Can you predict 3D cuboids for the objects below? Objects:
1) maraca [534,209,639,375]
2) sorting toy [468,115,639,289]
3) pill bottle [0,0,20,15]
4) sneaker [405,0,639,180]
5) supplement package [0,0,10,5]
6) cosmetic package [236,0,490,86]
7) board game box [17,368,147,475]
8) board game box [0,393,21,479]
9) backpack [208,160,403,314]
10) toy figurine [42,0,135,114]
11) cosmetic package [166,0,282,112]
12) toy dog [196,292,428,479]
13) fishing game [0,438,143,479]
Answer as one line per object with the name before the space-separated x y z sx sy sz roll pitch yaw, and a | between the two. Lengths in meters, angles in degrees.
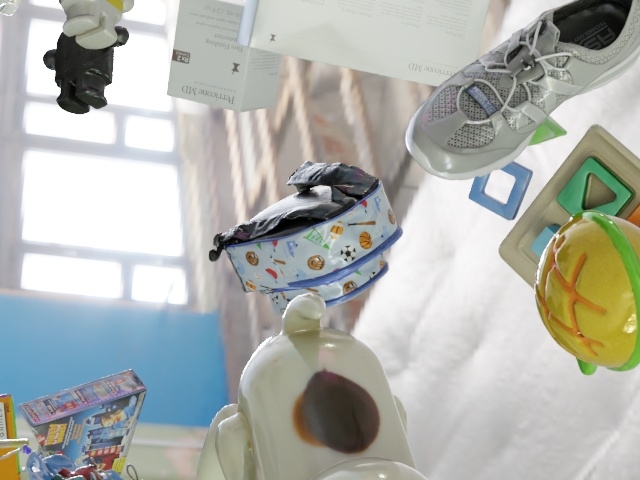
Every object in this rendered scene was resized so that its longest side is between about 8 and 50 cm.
maraca | 0.215 0.045 1.019 0.185 0.099 0.127 116 -39 -72
sorting toy | 0.294 0.006 1.364 0.347 0.047 0.196 46 -59 23
pill bottle | -0.461 -0.353 1.743 0.067 0.120 0.067 -39 -138 46
sneaker | 0.194 -0.166 1.233 0.105 0.281 0.115 47 -17 20
supplement package | -0.499 -0.359 1.495 0.198 0.263 0.199 46 -40 9
cosmetic package | 0.081 -0.407 2.035 0.097 0.377 0.284 -147 -112 -70
board game box | -0.393 0.307 2.060 0.060 0.194 0.194 43 -57 41
board game box | -0.590 0.425 1.753 0.356 0.356 0.356 138 -55 -68
backpack | 0.000 0.000 2.177 0.263 0.276 0.213 -17 -70 50
toy figurine | -0.284 -0.231 1.229 0.209 0.213 0.148 119 -27 -64
cosmetic package | -0.163 -0.333 2.297 0.151 0.151 0.183 -21 123 -67
toy dog | 0.042 0.299 1.566 0.408 0.285 0.395 -121 -141 -60
fishing game | -0.160 0.211 1.090 0.041 0.264 0.189 -68 163 -3
